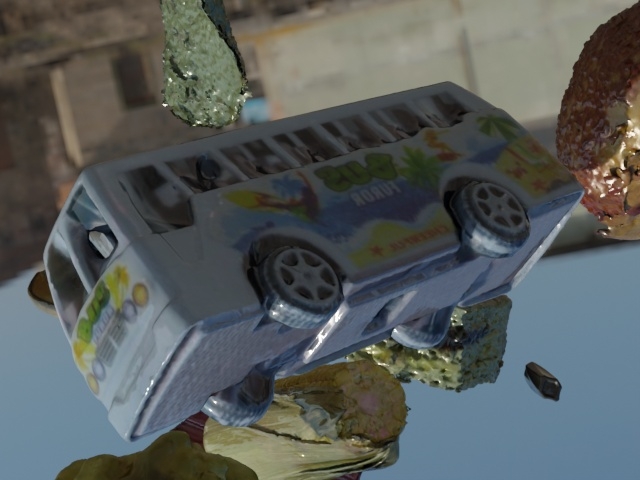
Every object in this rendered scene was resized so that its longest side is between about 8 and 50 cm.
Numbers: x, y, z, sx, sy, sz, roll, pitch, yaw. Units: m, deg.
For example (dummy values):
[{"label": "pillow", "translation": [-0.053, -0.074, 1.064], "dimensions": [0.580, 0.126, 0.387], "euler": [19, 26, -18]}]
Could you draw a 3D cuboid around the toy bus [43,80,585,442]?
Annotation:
[{"label": "toy bus", "translation": [0.000, 0.000, 0.964], "dimensions": [0.330, 0.136, 0.109], "euler": [-17, 151, -45]}]

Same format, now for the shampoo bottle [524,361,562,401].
[{"label": "shampoo bottle", "translation": [0.260, 0.167, 2.049], "dimensions": [0.027, 0.048, 0.137], "euler": [-31, -177, 0]}]

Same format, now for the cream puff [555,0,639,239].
[{"label": "cream puff", "translation": [0.410, -0.164, 1.947], "dimensions": [0.350, 0.228, 0.350], "euler": [-18, 152, -10]}]

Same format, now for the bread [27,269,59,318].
[{"label": "bread", "translation": [-0.217, 0.075, 1.887], "dimensions": [0.214, 0.053, 0.073], "euler": [12, -123, 18]}]

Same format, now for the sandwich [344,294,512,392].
[{"label": "sandwich", "translation": [0.106, 0.092, 2.347], "dimensions": [0.262, 0.131, 0.325], "euler": [8, -165, -34]}]

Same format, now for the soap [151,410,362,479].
[{"label": "soap", "translation": [-0.084, 0.288, 2.062], "dimensions": [0.250, 0.162, 0.099], "euler": [21, 161, 4]}]

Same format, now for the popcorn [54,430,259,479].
[{"label": "popcorn", "translation": [-0.158, 0.311, 1.635], "dimensions": [0.293, 0.293, 0.237], "euler": [-13, 162, -6]}]

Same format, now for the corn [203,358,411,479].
[{"label": "corn", "translation": [-0.020, 0.203, 1.872], "dimensions": [0.122, 0.123, 0.305], "euler": [-9, 170, -33]}]

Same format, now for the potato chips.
[{"label": "potato chips", "translation": [-0.095, -0.191, 1.356], "dimensions": [0.059, 0.167, 0.228], "euler": [-11, 153, -14]}]
